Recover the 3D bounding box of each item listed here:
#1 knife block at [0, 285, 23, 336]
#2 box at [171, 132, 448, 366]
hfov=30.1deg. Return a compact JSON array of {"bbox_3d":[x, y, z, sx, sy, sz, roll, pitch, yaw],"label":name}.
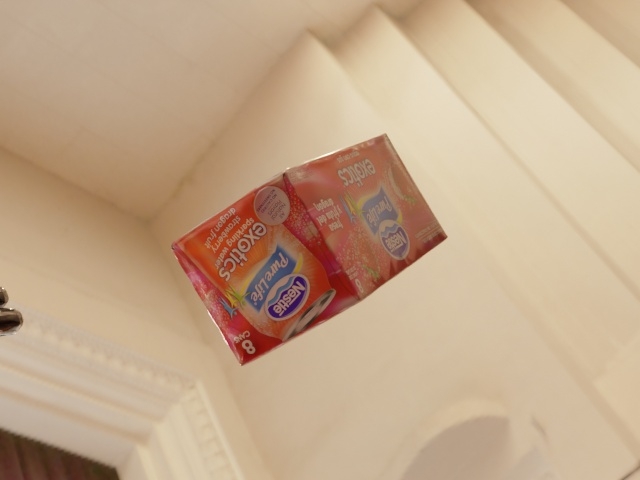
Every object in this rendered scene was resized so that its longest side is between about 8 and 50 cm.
[{"bbox_3d":[-0.312,0.077,0.670,0.242,0.276,0.088,22,-49,-12],"label":"knife block"},{"bbox_3d":[0.000,0.000,1.050,0.128,0.123,0.257,-30,-1,24],"label":"box"}]
